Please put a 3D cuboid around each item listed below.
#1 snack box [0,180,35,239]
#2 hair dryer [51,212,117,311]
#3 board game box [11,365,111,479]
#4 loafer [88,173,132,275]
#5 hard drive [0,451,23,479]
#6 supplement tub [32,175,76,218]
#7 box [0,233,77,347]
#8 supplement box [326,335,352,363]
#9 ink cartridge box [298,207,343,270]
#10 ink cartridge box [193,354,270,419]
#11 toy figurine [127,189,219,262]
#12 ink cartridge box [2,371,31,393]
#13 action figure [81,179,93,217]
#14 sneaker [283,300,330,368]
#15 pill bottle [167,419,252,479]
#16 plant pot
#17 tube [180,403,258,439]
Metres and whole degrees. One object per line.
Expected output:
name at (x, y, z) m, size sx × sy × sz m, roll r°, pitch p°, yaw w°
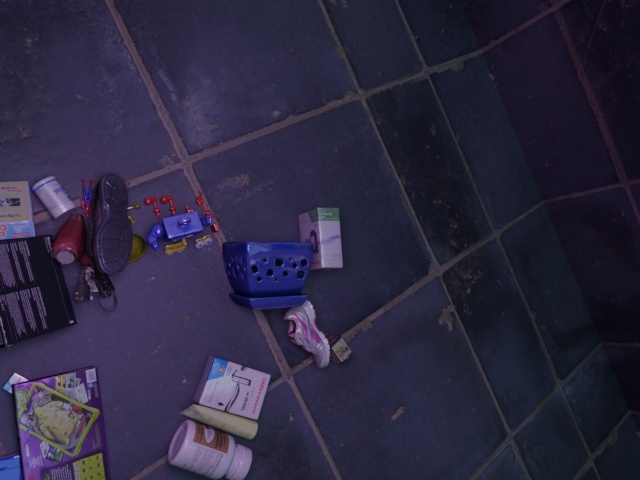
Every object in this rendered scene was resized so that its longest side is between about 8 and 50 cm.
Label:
snack box at (-0.918, -0.072, 1.281) m, size 0.321 × 0.060 × 0.187 m, roll -7°, pitch 44°, yaw -29°
hair dryer at (-0.671, 0.058, 1.409) m, size 0.080 × 0.224 × 0.294 m, roll -16°, pitch 78°, yaw -5°
board game box at (-0.696, 0.536, 1.359) m, size 0.208 × 0.056 × 0.348 m, roll -5°, pitch 85°, yaw -44°
loafer at (-0.608, -0.039, 1.437) m, size 0.109 × 0.095 × 0.303 m, roll 17°, pitch 60°, yaw -50°
hard drive at (-0.857, 0.723, 1.267) m, size 0.210 × 0.040 × 0.319 m, roll -3°, pitch 84°, yaw -29°
supplement tub at (-0.757, -0.122, 1.430) m, size 0.071 × 0.071 × 0.107 m, roll -39°, pitch 102°, yaw -27°
box at (-0.785, 0.130, 1.330) m, size 0.184 × 0.103 × 0.262 m, roll -15°, pitch 90°, yaw -49°
supplement box at (0.055, 0.389, 1.793) m, size 0.056 × 0.083 × 0.083 m, roll -40°, pitch 102°, yaw -28°
ink cartridge box at (0.000, 0.000, 1.780) m, size 0.093 × 0.154 × 0.213 m, roll -2°, pitch 84°, yaw -29°
ink cartridge box at (-0.278, 0.467, 1.597) m, size 0.203 × 0.085 × 0.148 m, roll 24°, pitch 72°, yaw -23°
toy figurine at (-0.460, -0.056, 1.500) m, size 0.362 × 0.217 × 0.192 m, roll -14°, pitch 89°, yaw -30°
ink cartridge box at (-0.801, 0.397, 1.353) m, size 0.083 × 0.028 × 0.048 m, roll 39°, pitch 66°, yaw -18°
action figure at (-0.691, -0.123, 1.492) m, size 0.038 × 0.030 × 0.115 m, roll -1°, pitch 85°, yaw -34°
sneaker at (-0.054, 0.332, 1.741) m, size 0.111 × 0.103 × 0.253 m, roll -23°, pitch 88°, yaw -25°
pill bottle at (-0.329, 0.643, 1.518) m, size 0.229 × 0.131 × 0.131 m, roll 31°, pitch 69°, yaw -22°
plant pot at (-0.173, 0.109, 1.633) m, size 0.235 × 0.236 × 0.212 m, roll -1°, pitch 90°, yaw -29°
tube at (-0.310, 0.560, 1.573) m, size 0.240 × 0.062 × 0.070 m, roll 28°, pitch 93°, yaw -25°
